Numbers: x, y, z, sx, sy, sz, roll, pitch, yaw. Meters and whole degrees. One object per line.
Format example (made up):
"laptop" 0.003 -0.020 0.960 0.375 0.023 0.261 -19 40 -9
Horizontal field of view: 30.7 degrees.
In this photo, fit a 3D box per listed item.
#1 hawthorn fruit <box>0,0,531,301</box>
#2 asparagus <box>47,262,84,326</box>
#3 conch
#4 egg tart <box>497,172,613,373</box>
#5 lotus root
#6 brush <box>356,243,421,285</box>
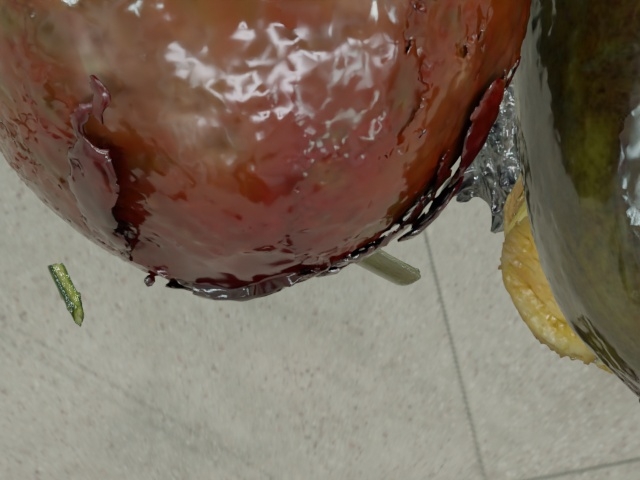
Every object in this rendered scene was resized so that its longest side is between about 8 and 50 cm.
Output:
"hawthorn fruit" -0.035 -0.133 0.584 0.315 0.316 0.316 1 69 -2
"asparagus" -0.339 0.069 1.562 0.025 0.021 0.108 -13 58 -31
"conch" 0.284 -0.112 1.538 0.186 0.241 0.313 11 27 34
"egg tart" 0.283 0.031 1.183 0.118 0.288 0.288 -24 70 -33
"lotus root" 0.225 -0.072 0.655 0.250 0.250 0.346 -4 97 -4
"brush" 0.000 0.000 1.394 0.282 0.054 0.048 27 63 -28
